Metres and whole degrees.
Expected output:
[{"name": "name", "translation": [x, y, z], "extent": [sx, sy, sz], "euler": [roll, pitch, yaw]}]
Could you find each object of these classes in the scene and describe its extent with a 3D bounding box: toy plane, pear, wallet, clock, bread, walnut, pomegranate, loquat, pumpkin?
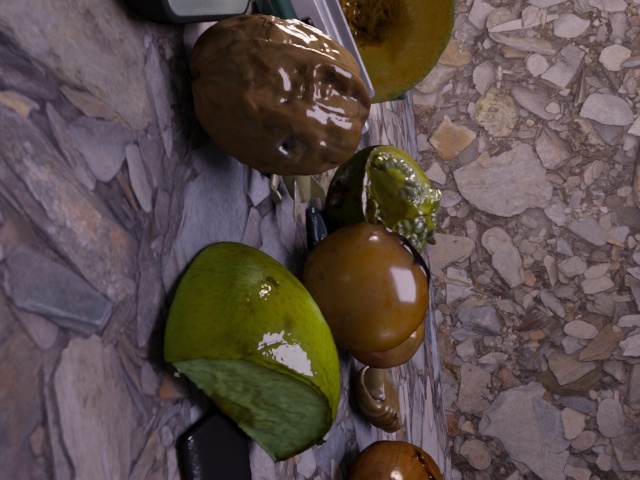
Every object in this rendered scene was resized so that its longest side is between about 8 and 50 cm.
[{"name": "toy plane", "translation": [-0.052, -0.160, 0.900], "extent": [0.229, 0.093, 0.244], "euler": [-64, 142, -57]}, {"name": "pear", "translation": [-0.057, 0.108, 0.705], "extent": [0.239, 0.139, 0.288], "euler": [-101, 167, -47]}, {"name": "wallet", "translation": [0.000, 0.000, 1.114], "extent": [0.088, 0.026, 0.129], "euler": [20, 65, -71]}, {"name": "clock", "translation": [0.002, -0.302, 0.904], "extent": [0.262, 0.116, 0.231], "euler": [64, 0, -18]}, {"name": "wallet", "translation": [-0.107, 0.318, 0.647], "extent": [0.124, 0.025, 0.244], "euler": [-19, 102, -73]}, {"name": "bread", "translation": [0.133, 0.366, 1.313], "extent": [0.225, 0.081, 0.134], "euler": [58, 25, -50]}, {"name": "walnut", "translation": [0.150, 0.500, 1.126], "extent": [0.336, 0.209, 0.208], "euler": [-38, 120, -78]}, {"name": "pomegranate", "translation": [0.151, -0.063, 1.225], "extent": [0.341, 0.261, 0.260], "euler": [23, 59, -46]}, {"name": "loquat", "translation": [0.077, 0.080, 0.995], "extent": [0.235, 0.235, 0.234], "euler": [-7, 90, -73]}, {"name": "pomegranate", "translation": [0.140, 0.191, 1.228], "extent": [0.191, 0.191, 0.191], "euler": [-7, 90, -73]}, {"name": "walnut", "translation": [-0.048, -0.180, 0.718], "extent": [0.245, 0.198, 0.198], "euler": [11, 67, -29]}, {"name": "pumpkin", "translation": [0.072, -0.440, 1.072], "extent": [0.199, 0.333, 0.332], "euler": [-95, 172, -67]}]

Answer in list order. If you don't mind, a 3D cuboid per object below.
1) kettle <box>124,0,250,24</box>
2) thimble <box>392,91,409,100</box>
[{"name": "kettle", "translation": [-0.129, -0.404, 0.563], "extent": [0.377, 0.250, 0.360], "euler": [-41, 143, -73]}, {"name": "thimble", "translation": [0.175, -0.519, 1.654], "extent": [0.204, 0.172, 0.250], "euler": [69, 24, -51]}]
